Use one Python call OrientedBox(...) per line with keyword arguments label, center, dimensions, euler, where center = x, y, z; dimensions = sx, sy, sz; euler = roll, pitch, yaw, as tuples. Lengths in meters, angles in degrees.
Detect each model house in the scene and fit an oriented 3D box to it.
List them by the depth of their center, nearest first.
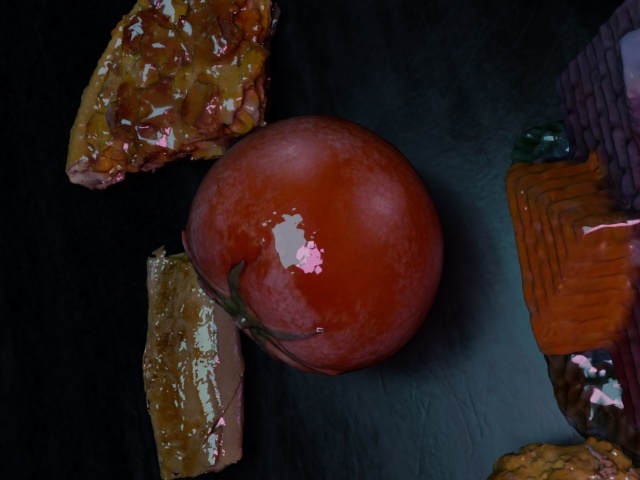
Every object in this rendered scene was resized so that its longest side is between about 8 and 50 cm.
OrientedBox(label="model house", center=(0.285, 0.005, 0.645), dimensions=(0.297, 0.339, 0.360), euler=(-12, 76, 21))

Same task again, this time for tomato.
OrientedBox(label="tomato", center=(0.000, 0.000, 0.829), dimensions=(0.264, 0.265, 0.265), euler=(-5, 78, 25))

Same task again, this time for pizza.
OrientedBox(label="pizza", center=(-0.180, -0.214, 1.038), dimensions=(0.409, 0.114, 0.278), euler=(-47, 60, 13))

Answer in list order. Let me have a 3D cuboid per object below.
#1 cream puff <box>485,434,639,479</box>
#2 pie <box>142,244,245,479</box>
OrientedBox(label="cream puff", center=(0.230, 0.248, 0.715), dimensions=(0.129, 0.189, 0.189), euler=(-42, 63, -16))
OrientedBox(label="pie", center=(-0.153, 0.136, 0.975), dimensions=(0.128, 0.068, 0.283), euler=(-13, 74, 21))
